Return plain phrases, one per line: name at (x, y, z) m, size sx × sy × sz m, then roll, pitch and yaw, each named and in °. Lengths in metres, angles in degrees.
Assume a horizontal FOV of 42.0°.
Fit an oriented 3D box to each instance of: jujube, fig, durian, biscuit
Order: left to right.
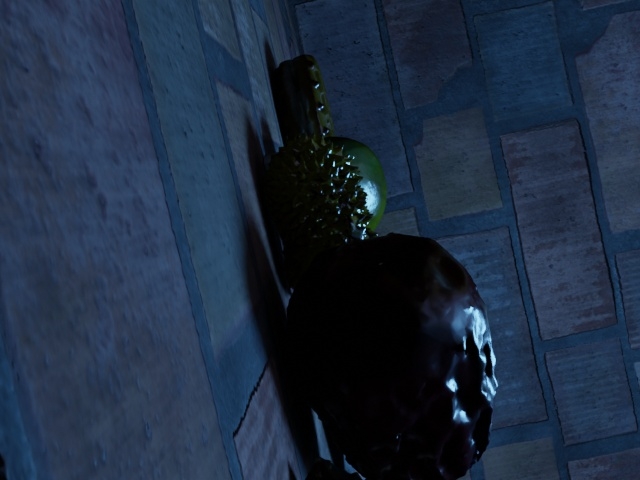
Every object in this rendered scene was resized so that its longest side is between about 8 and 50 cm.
biscuit at (-0.021, -0.236, 1.792) m, size 0.332 × 0.103 × 0.331 m, roll -13°, pitch 90°, yaw -87°
durian at (0.012, -0.036, 1.184) m, size 0.138 × 0.183 × 0.249 m, roll 8°, pitch -61°, yaw 60°
fig at (0.023, -0.087, 1.397) m, size 0.191 × 0.181 × 0.180 m, roll 45°, pitch 32°, yaw -69°
jujube at (0.096, 0.159, 1.074) m, size 0.258 × 0.259 × 0.376 m, roll -98°, pitch 171°, yaw -49°

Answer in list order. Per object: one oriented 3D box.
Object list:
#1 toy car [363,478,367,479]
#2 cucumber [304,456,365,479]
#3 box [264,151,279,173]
toy car at (0.104, 0.419, 1.187) m, size 0.158 × 0.172 × 0.235 m, roll 59°, pitch 8°, yaw -29°
cucumber at (0.053, 0.404, 0.924) m, size 0.096 × 0.096 × 0.359 m, roll -82°, pitch 160°, yaw -79°
box at (-0.029, -0.067, 1.289) m, size 0.040 × 0.084 × 0.154 m, roll -92°, pitch 169°, yaw -60°
